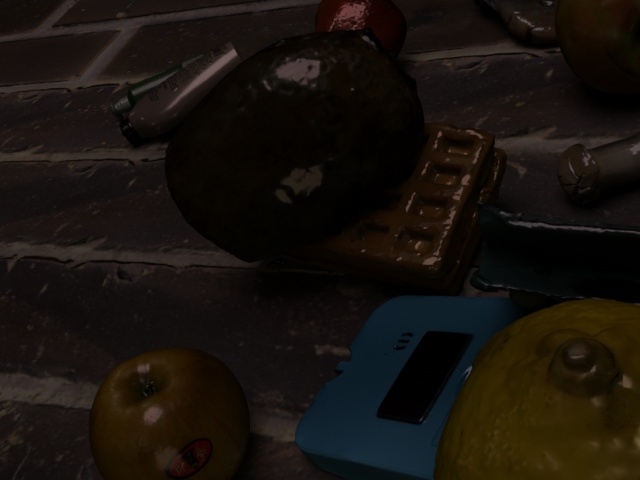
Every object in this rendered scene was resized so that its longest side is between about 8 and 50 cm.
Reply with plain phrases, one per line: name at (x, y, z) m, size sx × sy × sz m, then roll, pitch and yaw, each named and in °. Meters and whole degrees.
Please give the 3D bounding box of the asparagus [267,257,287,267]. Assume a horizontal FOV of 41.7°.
asparagus at (0.000, 0.000, 1.161) m, size 0.163 × 0.016 × 0.016 m, roll -30°, pitch 76°, yaw -5°

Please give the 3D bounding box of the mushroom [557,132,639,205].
mushroom at (0.404, -0.104, 1.028) m, size 0.223 × 0.081 × 0.092 m, roll -12°, pitch 20°, yaw 18°

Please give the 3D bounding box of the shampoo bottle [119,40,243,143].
shampoo bottle at (-0.251, -0.261, 1.520) m, size 0.257 × 0.078 × 0.127 m, roll -32°, pitch 38°, yaw 2°

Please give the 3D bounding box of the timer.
timer at (0.120, 0.166, 0.889) m, size 0.250 × 0.091 × 0.232 m, roll 2°, pitch 45°, yaw 45°

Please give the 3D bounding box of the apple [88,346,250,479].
apple at (-0.163, 0.198, 0.906) m, size 0.183 × 0.155 × 0.182 m, roll -16°, pitch 40°, yaw 14°

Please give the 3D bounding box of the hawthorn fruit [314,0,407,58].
hawthorn fruit at (0.022, -0.298, 1.390) m, size 0.165 × 0.165 × 0.285 m, roll 20°, pitch 61°, yaw 40°

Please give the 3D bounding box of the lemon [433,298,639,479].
lemon at (0.216, 0.176, 0.622) m, size 0.268 × 0.322 × 0.268 m, roll -27°, pitch 38°, yaw 24°

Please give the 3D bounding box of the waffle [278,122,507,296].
waffle at (0.055, -0.057, 1.090) m, size 0.328 × 0.098 × 0.224 m, roll 13°, pitch 65°, yaw 32°

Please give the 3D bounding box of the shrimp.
shrimp at (0.365, -0.424, 1.419) m, size 0.178 × 0.075 × 0.289 m, roll -19°, pitch 38°, yaw -7°

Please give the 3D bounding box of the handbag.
handbag at (0.293, 0.033, 0.791) m, size 0.269 × 0.274 × 0.100 m, roll 7°, pitch 91°, yaw 21°

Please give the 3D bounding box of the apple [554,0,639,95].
apple at (0.420, -0.298, 1.155) m, size 0.196 × 0.196 × 0.196 m, roll -14°, pitch 40°, yaw 12°

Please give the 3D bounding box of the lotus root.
lotus root at (-0.032, -0.108, 1.006) m, size 0.314 × 0.210 × 0.142 m, roll -36°, pitch 36°, yaw 21°

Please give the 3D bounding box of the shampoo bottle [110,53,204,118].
shampoo bottle at (-0.305, -0.288, 1.605) m, size 0.205 × 0.065 × 0.065 m, roll -24°, pitch 39°, yaw 0°
